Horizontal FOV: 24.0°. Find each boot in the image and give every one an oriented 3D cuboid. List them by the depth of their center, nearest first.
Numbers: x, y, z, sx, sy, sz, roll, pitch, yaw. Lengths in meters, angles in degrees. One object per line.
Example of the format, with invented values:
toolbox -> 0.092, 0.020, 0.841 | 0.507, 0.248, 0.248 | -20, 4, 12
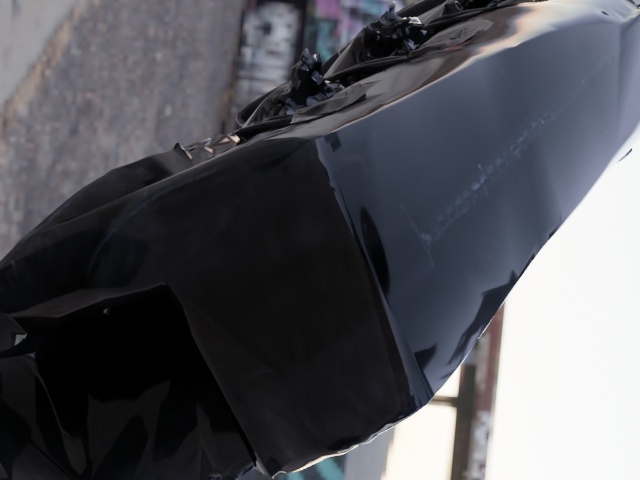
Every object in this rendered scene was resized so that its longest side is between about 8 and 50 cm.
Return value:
boot -> 0.001, -0.001, 0.704 | 0.367, 0.146, 0.445 | -40, -177, 39
